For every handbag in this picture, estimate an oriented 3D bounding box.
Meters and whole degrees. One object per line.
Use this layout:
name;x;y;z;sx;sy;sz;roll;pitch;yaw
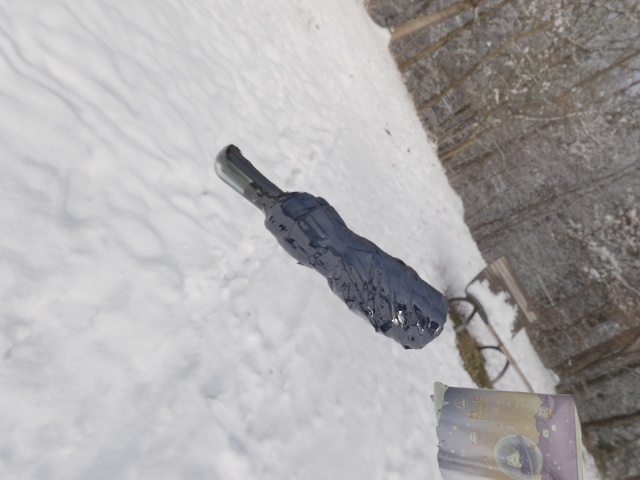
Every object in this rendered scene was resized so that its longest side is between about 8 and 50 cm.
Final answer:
handbag;0.212;0.237;0.525;0.095;0.173;0.117;58;41;-39

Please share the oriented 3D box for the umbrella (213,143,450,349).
umbrella;-0.004;0.003;0.377;0.248;0.070;0.071;36;13;9
